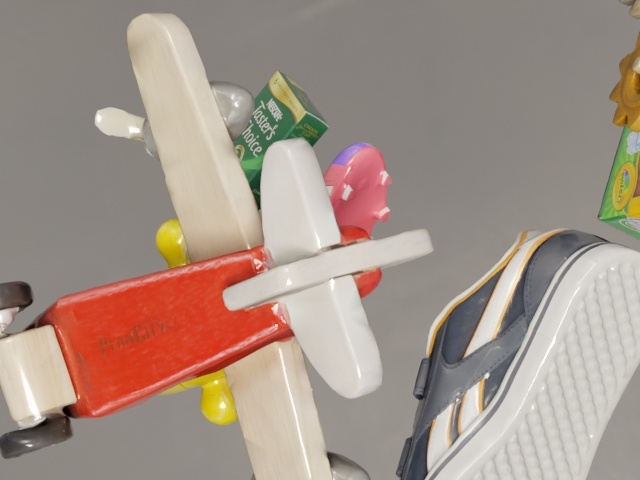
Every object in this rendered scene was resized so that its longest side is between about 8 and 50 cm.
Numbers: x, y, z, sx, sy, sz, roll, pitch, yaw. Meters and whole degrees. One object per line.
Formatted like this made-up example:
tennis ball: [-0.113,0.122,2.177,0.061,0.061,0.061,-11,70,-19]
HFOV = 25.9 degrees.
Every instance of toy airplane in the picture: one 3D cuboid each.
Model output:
toy airplane: [-0.068,0.052,1.139,0.272,0.384,0.386,-8,124,-59]

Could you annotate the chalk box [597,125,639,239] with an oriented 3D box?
chalk box: [0.433,-0.077,1.506,0.179,0.180,0.289,24,163,-21]

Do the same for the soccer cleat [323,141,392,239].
soccer cleat: [0.000,0.000,1.324,0.083,0.095,0.248,-24,141,-34]

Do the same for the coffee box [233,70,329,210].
coffee box: [-0.076,-0.095,1.588,0.040,0.113,0.184,31,108,-34]

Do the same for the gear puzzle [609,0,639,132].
gear puzzle: [0.281,-0.225,0.937,0.044,0.338,0.175,24,175,-16]

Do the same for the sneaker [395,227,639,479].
sneaker: [0.131,0.138,1.041,0.126,0.127,0.321,31,89,-32]
